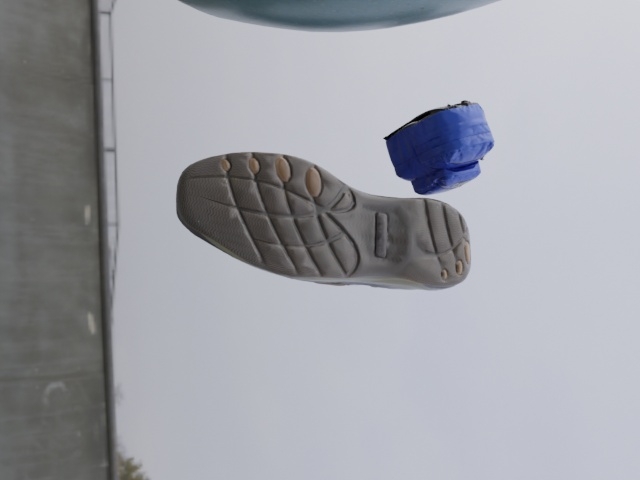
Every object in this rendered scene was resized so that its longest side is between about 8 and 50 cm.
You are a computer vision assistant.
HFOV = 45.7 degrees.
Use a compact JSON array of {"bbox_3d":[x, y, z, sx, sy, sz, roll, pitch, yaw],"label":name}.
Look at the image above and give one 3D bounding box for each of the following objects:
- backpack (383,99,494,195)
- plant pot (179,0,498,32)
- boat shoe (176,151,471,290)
[{"bbox_3d":[0.160,-0.117,0.953,0.120,0.098,0.101,-31,-99,57],"label":"backpack"},{"bbox_3d":[-0.014,-0.221,0.379,0.195,0.290,0.290,-25,-114,37],"label":"plant pot"},{"bbox_3d":[0.000,0.000,0.863,0.130,0.355,0.132,-28,-129,60],"label":"boat shoe"}]
